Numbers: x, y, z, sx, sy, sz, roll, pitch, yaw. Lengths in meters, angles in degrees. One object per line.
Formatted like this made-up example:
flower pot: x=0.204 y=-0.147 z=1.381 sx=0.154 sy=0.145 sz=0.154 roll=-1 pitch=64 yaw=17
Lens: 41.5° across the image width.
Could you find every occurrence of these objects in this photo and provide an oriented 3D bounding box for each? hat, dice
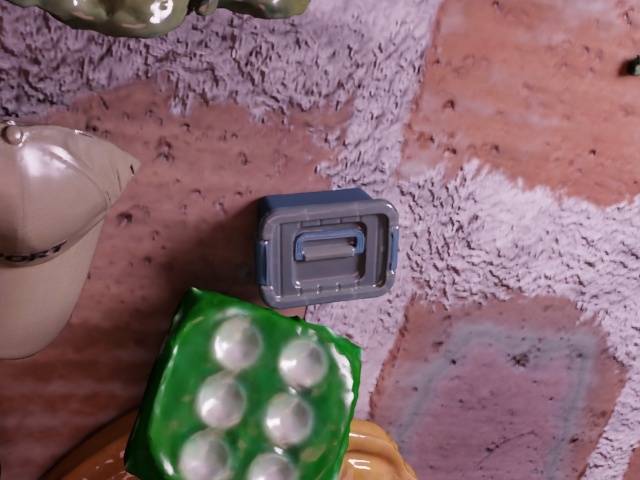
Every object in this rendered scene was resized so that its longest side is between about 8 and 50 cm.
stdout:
hat: x=-0.186 y=0.005 z=0.513 sx=0.147 sy=0.085 sz=0.175 roll=4 pitch=113 yaw=-20
dice: x=-0.051 y=0.108 z=0.557 sx=0.131 sy=0.120 sz=0.128 roll=21 pitch=78 yaw=-7

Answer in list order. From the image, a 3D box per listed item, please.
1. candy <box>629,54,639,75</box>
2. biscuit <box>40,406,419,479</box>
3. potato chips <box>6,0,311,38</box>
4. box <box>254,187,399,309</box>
candy: x=0.393 y=-0.152 z=0.635 sx=0.336 sy=0.093 sz=0.092 roll=-9 pitch=75 yaw=-4
biscuit: x=-0.068 y=0.260 z=0.694 sx=0.351 sy=0.057 sz=0.312 roll=31 pitch=104 yaw=-27
potato chips: x=-0.007 y=-0.243 z=0.222 sx=0.373 sy=0.097 sz=0.389 roll=-3 pitch=134 yaw=-33
box: x=0.000 y=0.000 z=0.587 sx=0.099 sy=0.054 sz=0.074 roll=-6 pitch=118 yaw=-15
